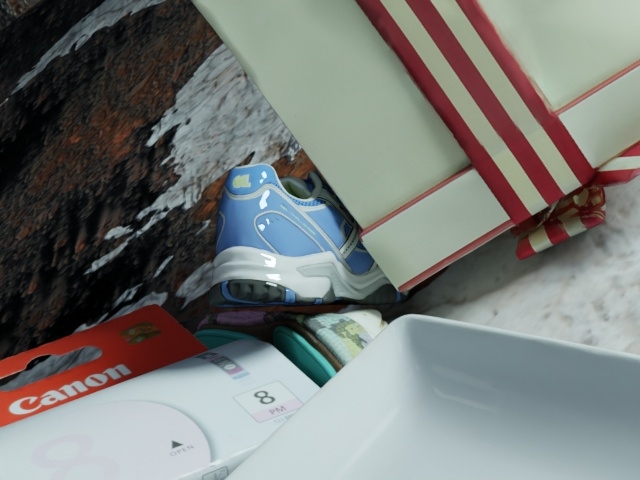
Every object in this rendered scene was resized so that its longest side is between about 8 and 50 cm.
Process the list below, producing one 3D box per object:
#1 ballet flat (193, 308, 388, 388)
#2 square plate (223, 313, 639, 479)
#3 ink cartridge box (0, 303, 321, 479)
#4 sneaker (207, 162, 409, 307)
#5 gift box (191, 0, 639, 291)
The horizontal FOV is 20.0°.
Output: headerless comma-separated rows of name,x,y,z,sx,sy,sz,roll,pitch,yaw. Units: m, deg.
ballet flat,-0.003,0.071,1.105,0.079,0.077,0.221,-21,12,-26
square plate,0.033,0.173,0.803,0.344,0.049,0.347,-43,25,-23
ink cartridge box,-0.123,0.095,1.045,0.189,0.066,0.232,-20,38,-26
sneaker,0.000,0.000,1.099,0.080,0.081,0.211,-4,-4,21
gift box,0.100,-0.145,1.094,0.276,0.258,0.255,-29,23,18
